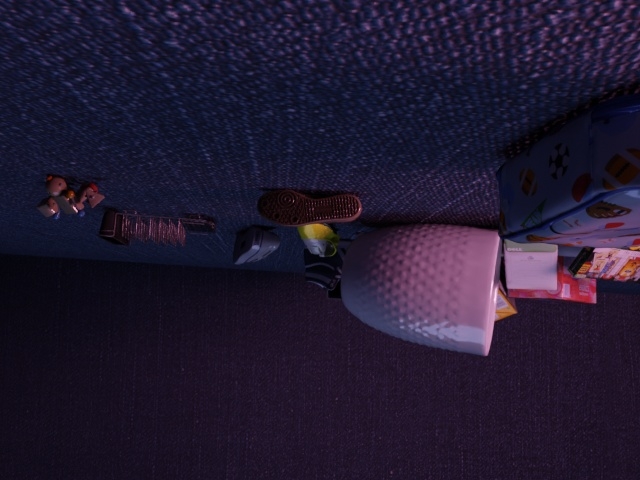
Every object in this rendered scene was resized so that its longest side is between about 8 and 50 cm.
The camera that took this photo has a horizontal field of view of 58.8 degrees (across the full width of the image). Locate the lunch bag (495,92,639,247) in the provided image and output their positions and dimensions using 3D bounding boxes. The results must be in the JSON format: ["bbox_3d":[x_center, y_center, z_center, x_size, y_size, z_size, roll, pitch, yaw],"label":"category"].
[{"bbox_3d":[0.348,-0.059,0.623,0.243,0.115,0.303,2,173,-8],"label":"lunch bag"}]

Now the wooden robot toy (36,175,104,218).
[{"bbox_3d":[-0.471,-0.092,1.041,0.173,0.076,0.079,-2,136,38],"label":"wooden robot toy"}]

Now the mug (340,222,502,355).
[{"bbox_3d":[0.243,0.077,1.325,0.328,0.276,0.374,7,-155,20],"label":"mug"}]

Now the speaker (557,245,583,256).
[{"bbox_3d":[0.567,0.010,1.309,0.136,0.055,0.055,4,173,-11],"label":"speaker"}]

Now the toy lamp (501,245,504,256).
[{"bbox_3d":[0.431,0.028,1.446,0.080,0.080,0.274,9,174,-37],"label":"toy lamp"}]

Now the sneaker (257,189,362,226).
[{"bbox_3d":[-0.019,-0.053,1.033,0.188,0.066,0.071,3,174,6],"label":"sneaker"}]

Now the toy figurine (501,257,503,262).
[{"bbox_3d":[0.503,0.114,1.763,0.173,0.159,0.130,-3,171,37],"label":"toy figurine"}]

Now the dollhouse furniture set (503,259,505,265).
[{"bbox_3d":[0.470,0.108,1.962,0.374,0.152,0.201,-19,163,25],"label":"dollhouse furniture set"}]

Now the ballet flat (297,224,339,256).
[{"bbox_3d":[0.000,0.000,1.413,0.077,0.077,0.231,2,173,17],"label":"ballet flat"}]

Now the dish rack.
[{"bbox_3d":[-0.404,-0.024,1.438,0.271,0.074,0.208,4,174,-8],"label":"dish rack"}]

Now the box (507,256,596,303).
[{"bbox_3d":[0.624,0.086,1.516,0.142,0.154,0.300,-2,173,40],"label":"box"}]

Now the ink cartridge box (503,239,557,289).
[{"bbox_3d":[0.461,0.020,1.242,0.109,0.062,0.209,1,137,22],"label":"ink cartridge box"}]

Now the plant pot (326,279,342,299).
[{"bbox_3d":[0.100,0.108,1.946,0.165,0.165,0.234,4,-179,-4],"label":"plant pot"}]

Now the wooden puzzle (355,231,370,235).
[{"bbox_3d":[0.128,-0.015,1.519,0.049,0.006,0.083,-2,171,37],"label":"wooden puzzle"}]

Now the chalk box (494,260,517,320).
[{"bbox_3d":[0.436,0.106,1.556,0.132,0.213,0.132,-28,122,26],"label":"chalk box"}]

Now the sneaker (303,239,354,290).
[{"bbox_3d":[0.087,0.077,1.690,0.282,0.153,0.099,4,174,-2],"label":"sneaker"}]

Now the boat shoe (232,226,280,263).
[{"bbox_3d":[-0.185,0.016,1.610,0.088,0.096,0.267,11,163,-20],"label":"boat shoe"}]

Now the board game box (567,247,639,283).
[{"bbox_3d":[0.665,0.031,1.199,0.259,0.136,0.030,6,-145,-19],"label":"board game box"}]
